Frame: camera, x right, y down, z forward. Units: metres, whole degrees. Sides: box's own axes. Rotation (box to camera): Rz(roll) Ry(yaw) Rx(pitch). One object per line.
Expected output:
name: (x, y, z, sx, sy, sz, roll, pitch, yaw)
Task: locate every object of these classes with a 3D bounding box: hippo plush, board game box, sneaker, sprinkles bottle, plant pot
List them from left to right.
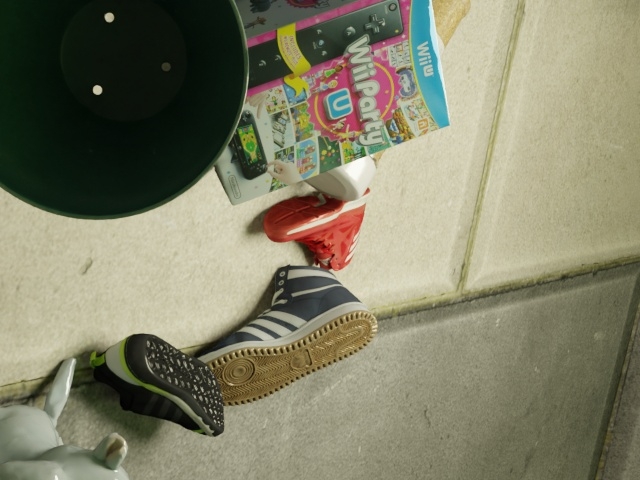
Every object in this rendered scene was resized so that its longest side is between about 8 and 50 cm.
hippo plush: (-0.315, 0.291, 1.212, 0.294, 0.237, 0.234, -7, 111, -53)
plant pot: (-0.212, -0.179, 1.144, 0.195, 0.290, 0.290, -91, -168, -79)
sneaker: (-0.209, 0.187, 1.456, 0.234, 0.097, 0.084, 50, 28, -45)
sneaker: (-0.076, 0.129, 1.615, 0.282, 0.153, 0.099, -20, 129, -13)
board game box: (-0.007, -0.202, 1.403, 0.304, 0.097, 0.224, -21, 131, -7)
sneaker: (0.000, 0.000, 1.653, 0.221, 0.087, 0.128, -22, 122, -47)
sprinkles bottle: (0.087, -0.230, 1.635, 0.355, 0.121, 0.121, -60, 144, -17)
